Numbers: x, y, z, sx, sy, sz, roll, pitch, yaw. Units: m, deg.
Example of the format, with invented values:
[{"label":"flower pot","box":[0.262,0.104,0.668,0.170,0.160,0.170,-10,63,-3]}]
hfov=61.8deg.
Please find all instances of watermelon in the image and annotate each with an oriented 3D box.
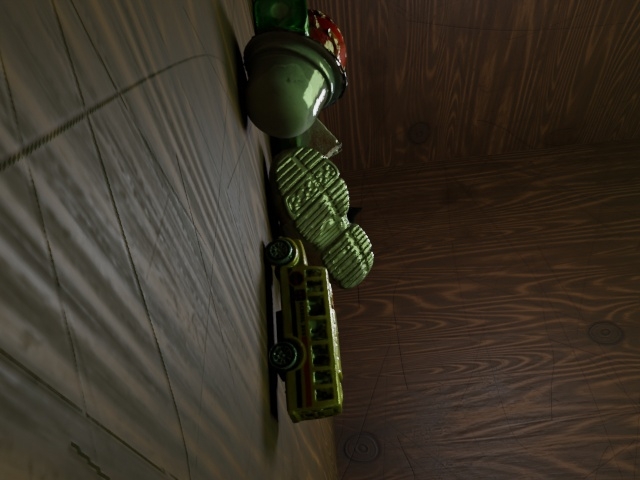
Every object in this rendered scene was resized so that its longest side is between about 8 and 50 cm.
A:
[{"label":"watermelon","box":[-0.033,-0.261,1.474,0.305,0.180,0.223,-95,-167,-82]}]

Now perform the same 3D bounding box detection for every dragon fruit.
[{"label":"dragon fruit","box":[-0.040,-0.526,1.520,0.241,0.241,0.252,-93,170,-58]}]

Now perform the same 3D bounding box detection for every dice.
[{"label":"dice","box":[-0.093,-0.534,1.329,0.120,0.131,0.128,77,7,-67]}]

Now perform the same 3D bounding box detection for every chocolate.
[{"label":"chocolate","box":[-0.072,-0.264,0.982,0.221,0.222,0.147,79,32,-65]}]

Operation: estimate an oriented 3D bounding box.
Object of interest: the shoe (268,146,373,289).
[{"label":"shoe","box":[-0.035,-0.042,1.260,0.198,0.172,0.350,-3,-63,57]}]

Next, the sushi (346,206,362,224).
[{"label":"sushi","box":[0.000,0.000,1.693,0.227,0.216,0.212,171,-82,-71]}]

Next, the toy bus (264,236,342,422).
[{"label":"toy bus","box":[-0.030,0.156,0.994,0.121,0.123,0.335,80,4,-63]}]

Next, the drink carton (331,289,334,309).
[{"label":"drink carton","box":[0.005,0.257,2.089,0.223,0.096,0.070,-84,168,-81]}]
